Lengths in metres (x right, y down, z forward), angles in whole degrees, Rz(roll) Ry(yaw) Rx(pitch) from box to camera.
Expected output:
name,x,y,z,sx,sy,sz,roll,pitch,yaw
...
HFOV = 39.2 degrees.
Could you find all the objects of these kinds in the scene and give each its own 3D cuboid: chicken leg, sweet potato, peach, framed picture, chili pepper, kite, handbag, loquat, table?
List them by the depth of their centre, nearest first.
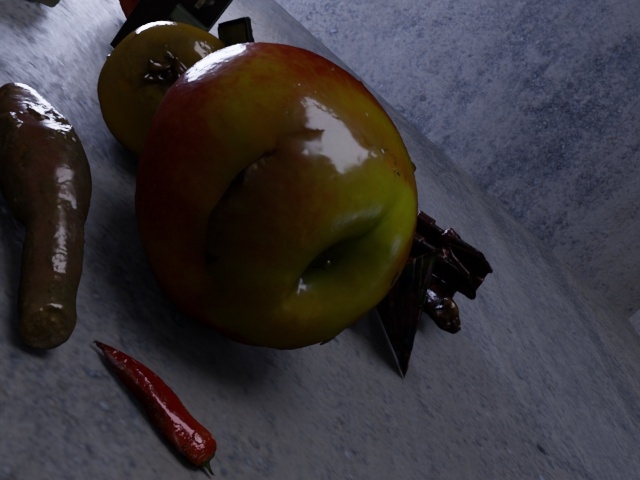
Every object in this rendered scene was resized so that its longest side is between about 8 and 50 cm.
name,x,y,z,sx,sy,sz,roll,pitch,yaw
chili pepper,-0.157,0.157,0.877,0.178,0.027,0.045,46,18,9
sweet potato,-0.287,-0.048,0.935,0.109,0.109,0.385,27,26,-44
peach,-0.059,-0.057,1.077,0.370,0.370,0.370,39,18,-16
loquat,-0.214,-0.211,1.287,0.208,0.208,0.208,39,18,-16
framed picture,-0.120,-0.210,1.384,0.338,0.014,0.256,-138,-140,-72
kite,0.132,0.107,1.453,0.016,0.321,0.234,0,77,-15
table,-0.260,-0.364,1.507,0.121,0.240,0.111,41,35,-7
chicken leg,0.174,0.094,1.584,0.158,0.096,0.407,32,3,0
handbag,0.206,0.007,1.741,0.260,0.084,0.275,35,-3,20

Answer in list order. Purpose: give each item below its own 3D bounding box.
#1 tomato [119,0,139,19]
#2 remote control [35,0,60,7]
name,x,y,z,sx,sy,sz,roll,pitch,yaw
tomato,-0.307,-0.461,1.726,0.187,0.151,0.187,160,-90,-73
remote control,-0.549,-0.463,1.371,0.145,0.050,0.344,52,18,22
